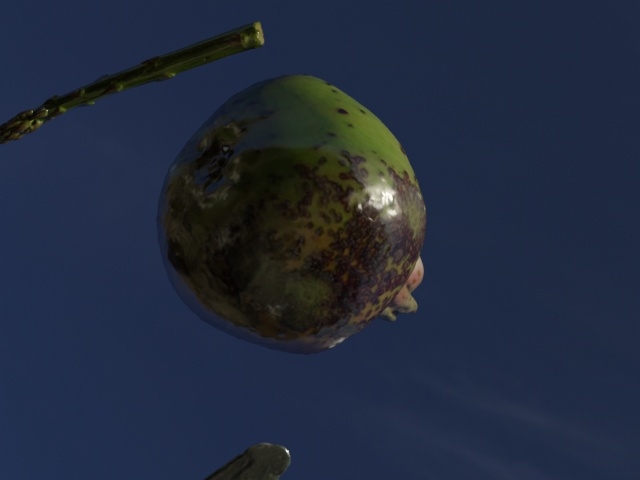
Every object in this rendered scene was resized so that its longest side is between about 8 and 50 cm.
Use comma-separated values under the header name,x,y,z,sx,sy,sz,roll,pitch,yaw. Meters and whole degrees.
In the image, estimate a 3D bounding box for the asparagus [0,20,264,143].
name,x,y,z,sx,sy,sz,roll,pitch,yaw
asparagus,-0.165,-0.134,1.048,0.248,0.025,0.024,-20,-67,4

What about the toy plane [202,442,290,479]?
name,x,y,z,sx,sy,sz,roll,pitch,yaw
toy plane,-0.122,0.203,0.607,0.267,0.088,0.212,-4,-70,-3

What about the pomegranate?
name,x,y,z,sx,sy,sz,roll,pitch,yaw
pomegranate,0.000,0.000,1.264,0.285,0.340,0.285,-20,-126,31
